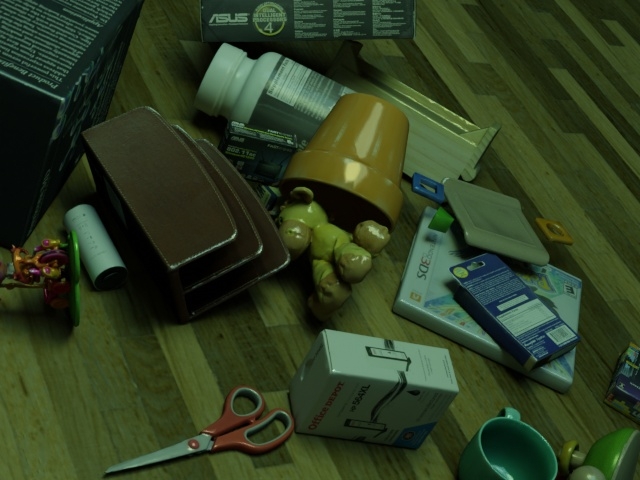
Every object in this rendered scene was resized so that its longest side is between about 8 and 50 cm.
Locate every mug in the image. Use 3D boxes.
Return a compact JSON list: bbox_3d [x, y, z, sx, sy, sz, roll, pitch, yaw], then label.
[{"bbox_3d":[0.276,0.335,1.731,0.129,0.097,0.157,41,38,17],"label":"mug"}]

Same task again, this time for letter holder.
[{"bbox_3d":[-0.198,-0.065,1.800,0.214,0.152,0.302,-27,59,-16],"label":"letter holder"}]

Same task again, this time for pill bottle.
[{"bbox_3d":[-0.059,-0.232,2.126,0.318,0.176,0.176,26,37,-2],"label":"pill bottle"}]

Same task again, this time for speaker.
[{"bbox_3d":[-0.340,0.010,1.769,0.055,0.055,0.136,-6,48,-37],"label":"speaker"}]

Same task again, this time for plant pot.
[{"bbox_3d":[0.058,-0.135,1.958,0.205,0.205,0.188,23,72,-6],"label":"plant pot"}]

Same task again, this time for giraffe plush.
[{"bbox_3d":[0.000,0.000,1.880,0.170,0.181,0.210,36,29,-2],"label":"giraffe plush"}]

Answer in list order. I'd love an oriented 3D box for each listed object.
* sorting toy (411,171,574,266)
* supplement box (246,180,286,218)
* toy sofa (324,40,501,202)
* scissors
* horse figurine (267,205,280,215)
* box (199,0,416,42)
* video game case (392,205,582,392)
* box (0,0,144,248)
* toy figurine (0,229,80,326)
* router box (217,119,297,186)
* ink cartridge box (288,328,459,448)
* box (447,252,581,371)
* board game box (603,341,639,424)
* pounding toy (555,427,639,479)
[{"bbox_3d":[0.316,-0.026,2.166,0.347,0.047,0.196,16,32,-21],"label":"sorting toy"},{"bbox_3d":[-0.084,-0.088,2.041,0.083,0.056,0.083,-18,56,-44],"label":"supplement box"},{"bbox_3d":[0.163,-0.236,2.319,0.362,0.177,0.150,31,14,6],"label":"toy sofa"},{"bbox_3d":[-0.153,0.280,1.594,0.109,0.021,0.297,44,38,17],"label":"scissors"},{"bbox_3d":[-0.182,-0.068,1.951,0.263,0.066,0.174,43,34,23],"label":"horse figurine"},{"bbox_3d":[-0.013,-0.432,2.248,0.395,0.097,0.318,0,15,5],"label":"box"},{"bbox_3d":[0.305,0.096,2.081,0.329,0.036,0.300,26,37,-3],"label":"video game case"},{"bbox_3d":[-0.451,-0.237,1.794,0.212,0.293,0.395,24,37,-4],"label":"box"},{"bbox_3d":[-0.415,0.052,1.608,0.159,0.173,0.130,-4,63,-17],"label":"toy figurine"},{"bbox_3d":[-0.111,-0.145,1.967,0.122,0.092,0.038,11,40,-19],"label":"router box"},{"bbox_3d":[0.074,0.218,1.703,0.203,0.148,0.086,10,42,-20],"label":"ink cartridge box"},{"bbox_3d":[0.324,0.118,2.007,0.136,0.036,0.225,-17,56,-43],"label":"box"},{"bbox_3d":[0.589,0.272,2.040,0.170,0.048,0.141,31,36,5],"label":"board game box"},{"bbox_3d":[0.382,0.359,1.726,0.110,0.183,0.237,17,22,25],"label":"pounding toy"}]
